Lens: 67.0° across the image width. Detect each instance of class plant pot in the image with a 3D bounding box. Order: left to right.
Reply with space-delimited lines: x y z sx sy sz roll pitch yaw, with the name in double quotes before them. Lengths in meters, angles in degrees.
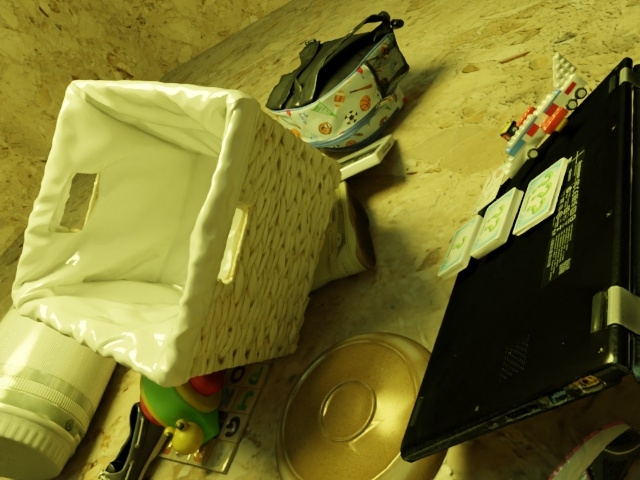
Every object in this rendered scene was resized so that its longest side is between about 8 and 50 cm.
"plant pot" 0.037 0.203 0.567 0.236 0.032 0.236 -26 35 20

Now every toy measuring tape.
"toy measuring tape" -0.217 0.180 0.754 0.121 0.121 0.330 -35 33 7

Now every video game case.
"video game case" 0.041 -0.136 0.915 0.190 0.022 0.173 -22 14 25

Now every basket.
"basket" -0.191 -0.018 0.680 0.331 0.266 0.329 14 89 29

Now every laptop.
"laptop" 0.309 0.028 0.411 0.382 0.236 0.408 -57 -1 -39

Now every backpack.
"backpack" 0.030 -0.305 1.011 0.263 0.213 0.276 -46 30 -25

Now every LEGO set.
"LEGO set" 0.211 -0.088 0.554 0.244 0.060 0.182 -58 3 -30

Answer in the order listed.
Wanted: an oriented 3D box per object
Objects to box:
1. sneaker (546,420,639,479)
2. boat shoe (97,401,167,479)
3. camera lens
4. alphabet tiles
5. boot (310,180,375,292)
"sneaker" 0.198 0.224 0.369 0.178 0.072 0.077 -44 56 -9
"boat shoe" -0.295 0.333 0.700 0.075 0.065 0.206 4 60 45
"camera lens" -0.503 0.252 0.869 0.219 0.219 0.274 -22 37 25
"alphabet tiles" -0.185 0.244 0.758 0.237 0.009 0.198 -9 44 37
"boot" 0.000 0.000 0.805 0.165 0.077 0.213 -30 35 19
